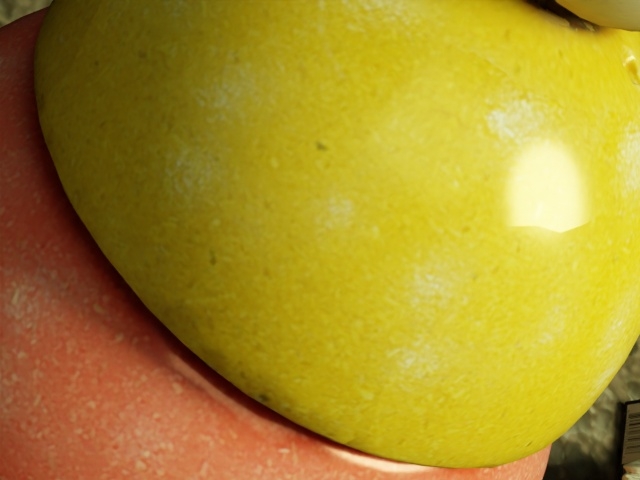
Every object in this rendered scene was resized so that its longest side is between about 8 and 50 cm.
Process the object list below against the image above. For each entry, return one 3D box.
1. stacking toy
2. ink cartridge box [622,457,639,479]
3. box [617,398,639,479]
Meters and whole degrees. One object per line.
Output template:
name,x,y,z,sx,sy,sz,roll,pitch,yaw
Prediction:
stacking toy,0.000,0.000,0.451,0.350,0.480,0.351,27,39,-24
ink cartridge box,0.210,0.227,0.729,0.160,0.092,0.220,11,81,-70
box,0.255,0.178,0.876,0.162,0.029,0.116,22,67,-27
